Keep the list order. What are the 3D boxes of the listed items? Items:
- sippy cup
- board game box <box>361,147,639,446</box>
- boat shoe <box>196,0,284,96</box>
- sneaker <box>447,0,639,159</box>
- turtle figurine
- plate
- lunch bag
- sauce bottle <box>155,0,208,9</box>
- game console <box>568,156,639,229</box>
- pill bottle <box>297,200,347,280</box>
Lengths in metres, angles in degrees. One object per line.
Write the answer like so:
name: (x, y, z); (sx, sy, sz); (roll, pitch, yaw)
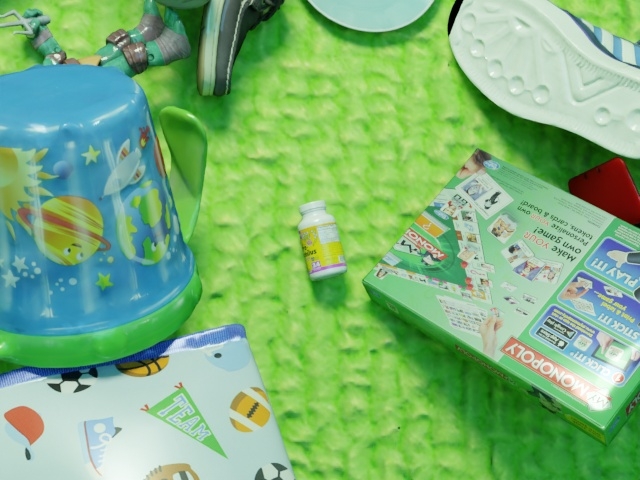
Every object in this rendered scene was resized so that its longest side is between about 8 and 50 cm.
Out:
sippy cup: (-0.236, -0.037, 1.103); (0.240, 0.305, 0.224); (-1, 119, 2)
board game box: (0.230, 0.048, 1.259); (0.317, 0.046, 0.213); (32, 72, 33)
boat shoe: (-0.074, -0.291, 1.310); (0.092, 0.103, 0.285); (13, 77, -8)
sneaker: (0.328, -0.195, 1.395); (0.322, 0.130, 0.236); (36, 27, 28)
turtle figurine: (-0.261, -0.181, 1.247); (0.234, 0.118, 0.175); (-26, 47, -17)
plate: (0.053, -0.330, 1.388); (0.188, 0.024, 0.188); (2, 81, -13)
lunch bag: (-0.217, 0.288, 1.066); (0.385, 0.239, 0.328); (-10, 54, -21)
sauce bottle: (-0.146, -0.407, 1.273); (0.111, 0.111, 0.345); (3, 67, -13)
game console: (0.360, -0.031, 1.344); (0.124, 0.144, 0.085); (9, 80, -10)
pill bottle: (0.000, 0.000, 1.309); (0.043, 0.043, 0.083); (-12, 83, -15)
